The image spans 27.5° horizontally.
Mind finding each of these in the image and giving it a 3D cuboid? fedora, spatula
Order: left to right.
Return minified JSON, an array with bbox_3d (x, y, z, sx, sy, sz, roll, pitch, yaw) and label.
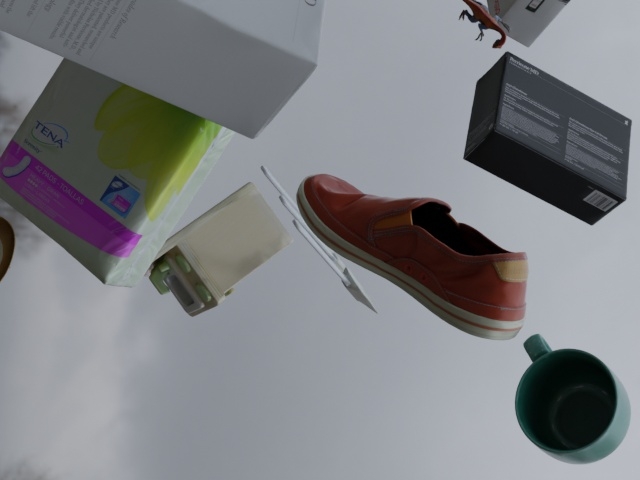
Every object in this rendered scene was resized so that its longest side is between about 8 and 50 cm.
[{"bbox_3d":[-0.588,0.024,2.137,0.079,0.194,0.194,50,22,-45],"label":"fedora"},{"bbox_3d":[0.000,0.000,1.856,0.242,0.019,0.168,51,7,-47],"label":"spatula"}]

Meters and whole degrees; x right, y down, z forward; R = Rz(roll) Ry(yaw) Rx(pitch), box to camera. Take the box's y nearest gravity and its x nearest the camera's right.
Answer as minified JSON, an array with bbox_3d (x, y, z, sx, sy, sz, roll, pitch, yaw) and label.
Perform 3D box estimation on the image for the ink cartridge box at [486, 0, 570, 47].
[{"bbox_3d":[0.383,-0.458,2.261,0.203,0.086,0.148,-49,-156,33],"label":"ink cartridge box"}]

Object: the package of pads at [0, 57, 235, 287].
[{"bbox_3d":[-0.252,-0.125,1.632,0.296,0.229,0.101,-55,160,6],"label":"package of pads"}]

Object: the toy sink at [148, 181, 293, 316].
[{"bbox_3d":[-0.184,0.034,2.107,0.131,0.234,0.153,55,-26,-3],"label":"toy sink"}]

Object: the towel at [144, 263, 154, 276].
[{"bbox_3d":[-0.411,-0.053,2.379,0.053,0.317,0.332,-44,-177,-5],"label":"towel"}]

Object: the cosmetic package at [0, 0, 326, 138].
[{"bbox_3d":[-0.189,-0.290,1.376,0.156,0.385,0.217,-47,-149,48],"label":"cosmetic package"}]

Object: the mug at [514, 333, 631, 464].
[{"bbox_3d":[0.314,0.195,1.607,0.097,0.129,0.157,40,52,-55],"label":"mug"}]

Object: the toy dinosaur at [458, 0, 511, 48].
[{"bbox_3d":[0.225,-0.303,1.822,0.047,0.090,0.082,-49,-134,6],"label":"toy dinosaur"}]

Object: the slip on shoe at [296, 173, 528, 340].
[{"bbox_3d":[0.101,-0.007,1.435,0.331,0.123,0.101,33,-65,41],"label":"slip on shoe"}]

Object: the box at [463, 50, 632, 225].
[{"bbox_3d":[0.381,-0.168,2.175,0.103,0.261,0.184,-44,-155,51],"label":"box"}]
